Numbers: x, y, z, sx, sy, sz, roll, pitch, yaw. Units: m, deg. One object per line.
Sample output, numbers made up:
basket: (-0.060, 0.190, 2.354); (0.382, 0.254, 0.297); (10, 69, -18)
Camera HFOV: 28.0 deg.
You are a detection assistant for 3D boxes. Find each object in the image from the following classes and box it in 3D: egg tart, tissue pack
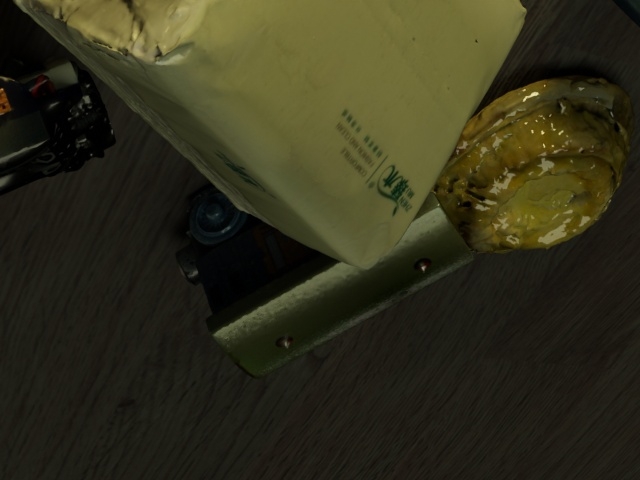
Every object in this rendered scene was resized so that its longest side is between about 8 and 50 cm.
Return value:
egg tart: (0.249, -0.069, 1.474); (0.279, 0.095, 0.279); (-15, 139, -13)
tissue pack: (-0.019, -0.189, 1.036); (0.297, 0.207, 0.380); (-59, 146, -7)

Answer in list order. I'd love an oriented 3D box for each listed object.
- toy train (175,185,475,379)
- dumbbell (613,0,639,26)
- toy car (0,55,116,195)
toy train: (0.000, 0.000, 1.341); (0.300, 0.202, 0.131); (-30, 141, 7)
dumbbell: (0.408, -0.338, 1.212); (0.144, 0.160, 0.325); (37, 116, -16)
toy car: (-0.273, -0.088, 1.075); (0.193, 0.118, 0.301); (-22, -178, -12)
